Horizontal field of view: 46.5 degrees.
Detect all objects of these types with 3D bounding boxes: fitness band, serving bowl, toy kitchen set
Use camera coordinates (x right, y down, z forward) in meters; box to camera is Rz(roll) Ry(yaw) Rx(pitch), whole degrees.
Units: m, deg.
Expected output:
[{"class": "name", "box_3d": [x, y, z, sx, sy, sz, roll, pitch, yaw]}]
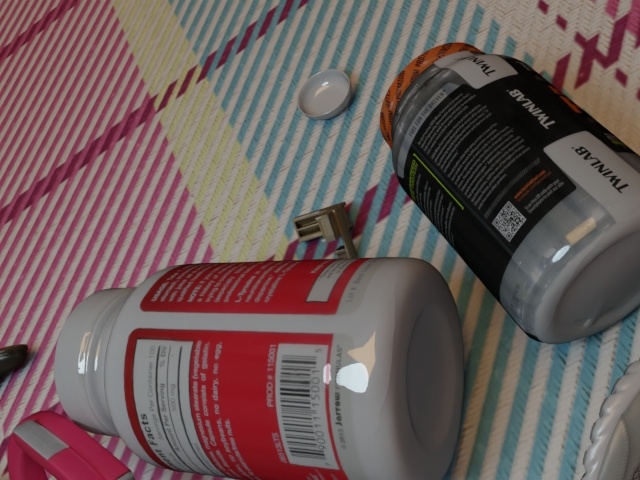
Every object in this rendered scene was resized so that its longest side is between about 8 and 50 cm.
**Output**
[{"class": "fitness band", "box_3d": [-0.263, 0.307, 0.829, 0.291, 0.209, 0.054, 23, 36, 36]}, {"class": "serving bowl", "box_3d": [0.009, -0.205, 1.069, 0.083, 0.027, 0.083, -13, 58, 21]}, {"class": "toy kitchen set", "box_3d": [0.000, 0.000, 0.935, 0.075, 0.083, 0.068, -17, 98, 20]}]

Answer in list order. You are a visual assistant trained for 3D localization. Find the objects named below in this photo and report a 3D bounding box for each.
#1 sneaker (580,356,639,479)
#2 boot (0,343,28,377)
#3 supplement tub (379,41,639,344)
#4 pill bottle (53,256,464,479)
[{"class": "sneaker", "box_3d": [0.324, 0.145, 0.646, 0.115, 0.105, 0.281, 31, 84, 32]}, {"class": "boot", "box_3d": [-0.508, 0.239, 1.088, 0.219, 0.082, 0.106, -29, 75, 6]}, {"class": "supplement tub", "box_3d": [0.203, -0.064, 0.776, 0.193, 0.193, 0.316, -38, 52, 5]}, {"class": "pill bottle", "box_3d": [-0.073, 0.135, 0.791, 0.408, 0.229, 0.229, -2, 62, 28]}]
